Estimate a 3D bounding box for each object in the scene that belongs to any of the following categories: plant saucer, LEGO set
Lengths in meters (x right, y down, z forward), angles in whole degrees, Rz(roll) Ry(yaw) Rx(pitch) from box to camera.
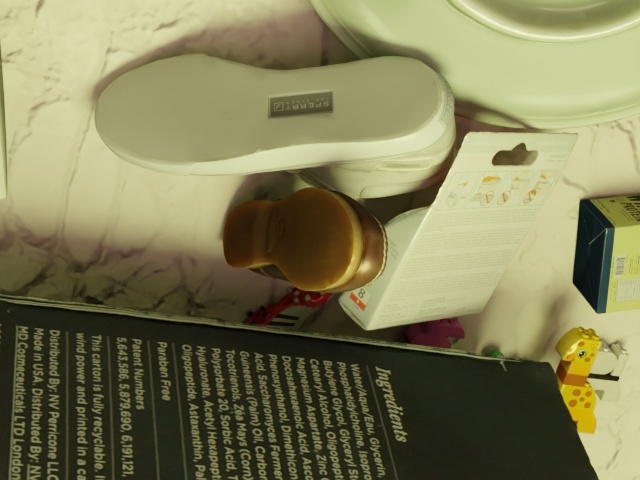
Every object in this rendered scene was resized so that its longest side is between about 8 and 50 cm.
[{"bbox_3d":[0.158,-0.244,0.785,0.400,0.100,0.400,2,118,4],"label":"plant saucer"},{"bbox_3d":[0.183,0.102,1.039,0.227,0.087,0.093,8,115,-19],"label":"LEGO set"}]

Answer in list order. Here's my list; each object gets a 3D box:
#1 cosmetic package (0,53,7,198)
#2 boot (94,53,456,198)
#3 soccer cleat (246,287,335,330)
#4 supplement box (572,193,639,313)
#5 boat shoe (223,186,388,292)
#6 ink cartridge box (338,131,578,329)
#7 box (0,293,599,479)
[{"bbox_3d":[-0.293,-0.208,0.714,0.197,0.155,0.366,-3,121,-14],"label":"cosmetic package"},{"bbox_3d":[-0.027,-0.070,0.895,0.258,0.095,0.123,2,158,13],"label":"boot"},{"bbox_3d":[-0.021,0.059,1.003,0.083,0.029,0.036,-29,129,6],"label":"soccer cleat"},{"bbox_3d":[0.265,0.009,1.026,0.083,0.056,0.083,-6,118,-10],"label":"supplement box"},{"bbox_3d":[0.000,0.000,0.883,0.073,0.207,0.073,10,91,-26],"label":"boat shoe"},{"bbox_3d":[0.106,-0.016,0.938,0.145,0.045,0.179,-4,127,-45],"label":"ink cartridge box"},{"bbox_3d":[-0.087,0.323,0.925,0.471,0.297,0.480,7,128,-19],"label":"box"}]
